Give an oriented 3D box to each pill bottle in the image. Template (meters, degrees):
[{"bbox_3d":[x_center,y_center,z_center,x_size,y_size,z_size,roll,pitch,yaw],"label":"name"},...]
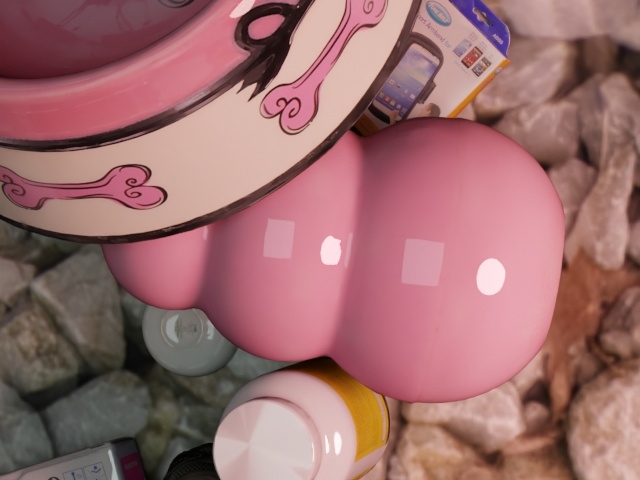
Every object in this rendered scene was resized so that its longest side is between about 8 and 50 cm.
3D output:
[{"bbox_3d":[-0.016,0.143,1.264,0.103,0.184,0.103,0,91,15],"label":"pill bottle"}]

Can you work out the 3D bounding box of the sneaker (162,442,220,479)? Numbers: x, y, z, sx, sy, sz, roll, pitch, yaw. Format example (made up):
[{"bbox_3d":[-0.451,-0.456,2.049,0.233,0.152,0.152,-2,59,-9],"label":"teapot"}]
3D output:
[{"bbox_3d":[-0.035,0.238,1.330,0.227,0.130,0.087,42,101,-17],"label":"sneaker"}]

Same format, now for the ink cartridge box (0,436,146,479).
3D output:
[{"bbox_3d":[-0.198,0.332,1.382,0.186,0.065,0.311,-17,84,15],"label":"ink cartridge box"}]

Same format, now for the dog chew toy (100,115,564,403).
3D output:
[{"bbox_3d":[0.000,0.000,1.223,0.332,0.206,0.206,10,94,-1],"label":"dog chew toy"}]

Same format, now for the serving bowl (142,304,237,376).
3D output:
[{"bbox_3d":[-0.106,0.069,1.368,0.083,0.027,0.083,0,91,14],"label":"serving bowl"}]

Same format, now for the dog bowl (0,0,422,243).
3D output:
[{"bbox_3d":[-0.141,-0.213,1.159,0.408,0.150,0.408,-7,66,15],"label":"dog bowl"}]

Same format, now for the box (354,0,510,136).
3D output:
[{"bbox_3d":[0.080,-0.129,1.314,0.081,0.028,0.136,46,104,10],"label":"box"}]
